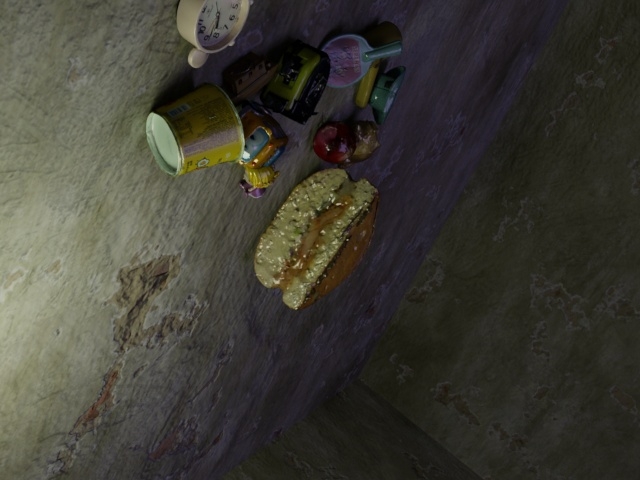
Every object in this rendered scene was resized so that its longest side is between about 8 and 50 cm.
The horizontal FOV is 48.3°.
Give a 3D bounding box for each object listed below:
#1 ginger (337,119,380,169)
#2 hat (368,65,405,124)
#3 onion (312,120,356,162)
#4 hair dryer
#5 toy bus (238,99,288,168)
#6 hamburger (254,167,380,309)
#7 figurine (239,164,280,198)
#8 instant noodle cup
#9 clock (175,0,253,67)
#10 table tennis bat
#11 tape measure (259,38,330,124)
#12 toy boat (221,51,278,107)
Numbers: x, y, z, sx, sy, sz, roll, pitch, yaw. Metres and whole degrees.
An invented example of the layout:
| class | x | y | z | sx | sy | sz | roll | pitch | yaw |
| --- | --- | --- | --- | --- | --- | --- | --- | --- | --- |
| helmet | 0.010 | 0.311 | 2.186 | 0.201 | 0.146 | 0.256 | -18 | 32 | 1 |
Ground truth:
| class | x | y | z | sx | sy | sz | roll | pitch | yaw |
| --- | --- | --- | --- | --- | --- | --- | --- | --- | --- |
| ginger | 0.112 | -0.306 | 2.223 | 0.157 | 0.102 | 0.216 | -21 | 157 | -8 |
| hat | 0.184 | -0.449 | 2.159 | 0.138 | 0.078 | 0.190 | -124 | -124 | -69 |
| onion | 0.043 | -0.287 | 2.088 | 0.131 | 0.131 | 0.131 | -44 | 157 | -24 |
| hair dryer | 0.136 | -0.481 | 2.041 | 0.135 | 0.090 | 0.278 | -41 | 162 | -31 |
| toy bus | -0.152 | -0.236 | 1.656 | 0.126 | 0.136 | 0.209 | -46 | -178 | 11 |
| hamburger | 0.000 | 0.000 | 2.224 | 0.445 | 0.268 | 0.287 | -57 | 157 | -3 |
| figurine | -0.150 | -0.185 | 1.865 | 0.115 | 0.095 | 0.156 | -29 | 154 | -25 |
| instant noodle cup | -0.267 | -0.221 | 1.479 | 0.144 | 0.182 | 0.182 | -27 | 148 | -31 |
| clock | -0.209 | -0.447 | 1.390 | 0.229 | 0.063 | 0.156 | -60 | 161 | 22 |
| table tennis bat | 0.100 | -0.482 | 1.874 | 0.244 | 0.040 | 0.153 | -16 | 134 | -10 |
| tape measure | -0.049 | -0.383 | 1.722 | 0.186 | 0.112 | 0.199 | -66 | 169 | 8 |
| toy boat | -0.178 | -0.356 | 1.599 | 0.200 | 0.057 | 0.077 | -43 | 152 | -23 |
